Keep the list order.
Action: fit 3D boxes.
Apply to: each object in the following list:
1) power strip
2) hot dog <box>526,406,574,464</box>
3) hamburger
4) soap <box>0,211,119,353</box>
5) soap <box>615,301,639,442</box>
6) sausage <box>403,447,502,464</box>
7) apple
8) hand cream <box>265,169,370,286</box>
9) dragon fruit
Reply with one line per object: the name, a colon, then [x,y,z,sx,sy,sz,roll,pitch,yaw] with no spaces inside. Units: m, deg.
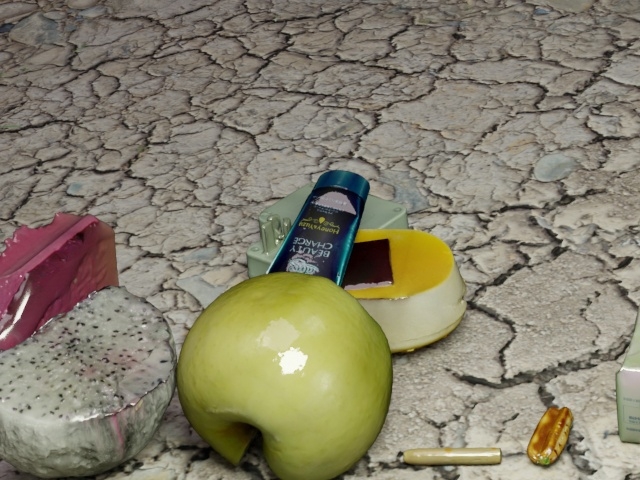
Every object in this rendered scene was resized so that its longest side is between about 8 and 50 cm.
power strip: [-0.012,-0.014,2.164,0.229,0.141,0.261,19,39,39]
hot dog: [0.311,0.264,1.736,0.049,0.037,0.122,-3,25,32]
hamburger: [0.075,0.088,1.966,0.295,0.151,0.227,4,35,15]
soap: [-0.441,0.101,2.031,0.127,0.220,0.325,17,39,22]
soap: [0.505,0.176,1.719,0.199,0.138,0.182,5,36,22]
sausage: [0.177,0.290,1.736,0.132,0.024,0.024,-3,33,11]
apple: [-0.043,0.183,1.747,0.292,0.292,0.254,12,54,30]
hand cream: [0.000,0.000,1.947,0.120,0.061,0.270,9,46,15]
dragon fruit: [-0.320,0.233,1.788,0.204,0.221,0.283,37,50,25]
